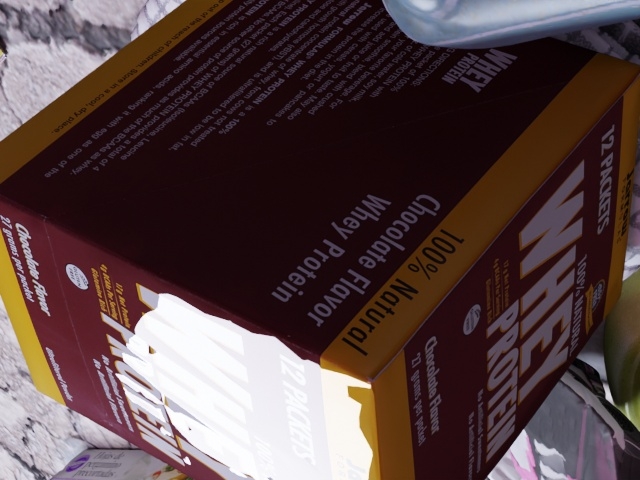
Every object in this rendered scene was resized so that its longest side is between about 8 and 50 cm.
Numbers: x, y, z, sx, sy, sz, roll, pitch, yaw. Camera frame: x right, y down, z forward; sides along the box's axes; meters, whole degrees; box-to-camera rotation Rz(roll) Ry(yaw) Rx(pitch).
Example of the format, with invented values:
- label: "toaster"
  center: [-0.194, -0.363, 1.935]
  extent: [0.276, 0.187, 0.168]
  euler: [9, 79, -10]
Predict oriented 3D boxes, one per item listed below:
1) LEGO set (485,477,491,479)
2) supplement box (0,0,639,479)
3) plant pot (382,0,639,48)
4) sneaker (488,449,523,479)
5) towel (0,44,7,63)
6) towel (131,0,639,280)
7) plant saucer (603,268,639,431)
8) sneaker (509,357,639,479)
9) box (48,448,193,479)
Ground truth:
- label: "LEGO set"
  center: [0.105, 0.164, 0.932]
  extent: [0.054, 0.023, 0.083]
  euler: [46, 144, 2]
- label: "supplement box"
  center: [0.000, 0.000, 0.539]
  extent: [0.194, 0.191, 0.129]
  euler: [23, 141, 29]
- label: "plant pot"
  center: [0.116, -0.185, 0.397]
  extent: [0.248, 0.252, 0.247]
  euler: [-3, 122, 48]
- label: "sneaker"
  center: [0.126, 0.133, 0.867]
  extent: [0.158, 0.065, 0.061]
  euler: [31, 106, -6]
- label: "towel"
  center: [-0.282, -0.156, 1.038]
  extent: [0.060, 0.009, 0.083]
  euler: [53, 144, -9]
- label: "towel"
  center: [0.057, -0.087, 0.670]
  extent: [0.284, 0.121, 0.235]
  euler: [44, 146, 1]
- label: "plant saucer"
  center: [0.255, 0.102, 0.710]
  extent: [0.241, 0.037, 0.241]
  euler: [27, 139, 26]
- label: "sneaker"
  center: [0.141, 0.094, 0.762]
  extent: [0.178, 0.077, 0.072]
  euler: [-142, 54, -59]
- label: "box"
  center: [-0.145, 0.239, 1.226]
  extent: [0.324, 0.063, 0.067]
  euler: [-11, 114, 50]
